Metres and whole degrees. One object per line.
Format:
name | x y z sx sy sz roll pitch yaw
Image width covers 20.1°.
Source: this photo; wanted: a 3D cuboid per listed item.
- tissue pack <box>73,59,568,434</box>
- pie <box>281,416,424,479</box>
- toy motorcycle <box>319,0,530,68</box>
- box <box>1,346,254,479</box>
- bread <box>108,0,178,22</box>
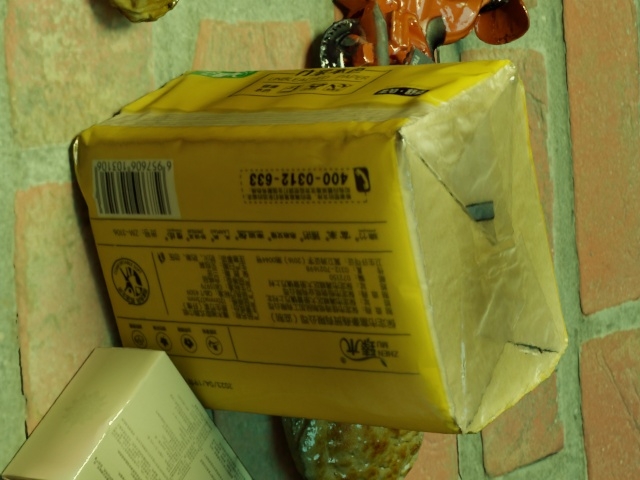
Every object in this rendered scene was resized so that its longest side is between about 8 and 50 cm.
tissue pack | 0.000 0.000 1.628 0.228 0.382 0.293 -29 114 -46
pie | 0.029 0.202 1.912 0.163 0.079 0.193 -54 131 -23
toy motorcycle | 0.117 -0.237 1.979 0.221 0.148 0.325 34 60 -22
box | -0.166 0.228 1.648 0.168 0.095 0.212 -57 131 -36
bread | -0.207 -0.366 1.610 0.077 0.084 0.367 -21 112 -4
